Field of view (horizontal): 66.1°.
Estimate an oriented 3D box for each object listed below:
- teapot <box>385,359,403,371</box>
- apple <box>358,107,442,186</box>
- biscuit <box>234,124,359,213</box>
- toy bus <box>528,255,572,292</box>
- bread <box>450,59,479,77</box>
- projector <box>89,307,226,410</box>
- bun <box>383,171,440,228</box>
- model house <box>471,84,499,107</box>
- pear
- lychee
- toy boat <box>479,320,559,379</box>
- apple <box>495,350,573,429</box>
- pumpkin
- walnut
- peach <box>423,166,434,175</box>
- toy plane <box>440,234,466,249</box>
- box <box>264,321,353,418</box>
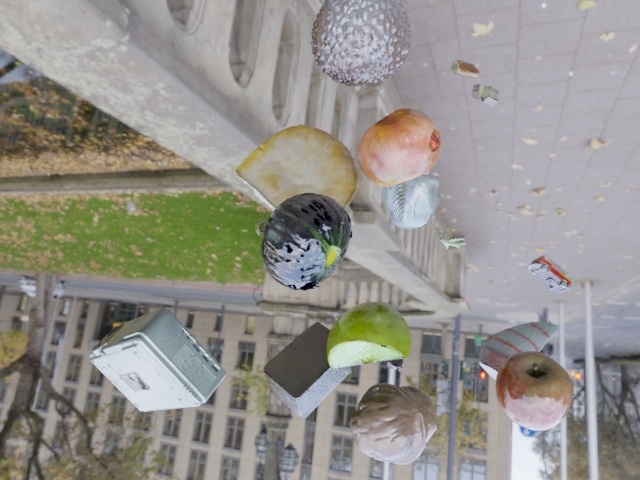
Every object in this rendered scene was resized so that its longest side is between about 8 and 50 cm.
[{"bbox_3d":[0.272,0.450,1.853,0.068,0.100,0.045,-26,162,-44],"label":"teapot"},{"bbox_3d":[0.195,-0.231,1.211,0.210,0.164,0.209,-24,-166,6],"label":"apple"},{"bbox_3d":[-0.072,-0.250,1.931,0.429,0.446,0.104,36,160,6],"label":"biscuit"},{"bbox_3d":[0.935,0.132,1.995,0.174,0.077,0.079,41,157,0],"label":"toy bus"},{"bbox_3d":[0.420,-0.496,1.427,0.083,0.047,0.036,2,147,-28],"label":"bread"},{"bbox_3d":[-0.337,0.249,0.985,0.257,0.099,0.192,-22,110,43],"label":"projector"},{"bbox_3d":[0.391,-0.207,2.071,0.194,0.354,0.354,-4,169,-8],"label":"bun"},{"bbox_3d":[0.562,-0.494,1.677,0.083,0.058,0.057,9,-174,-37],"label":"model house"},{"bbox_3d":[0.142,0.268,1.573,0.288,0.239,0.139,-18,120,33],"label":"pear"},{"bbox_3d":[0.111,-0.573,1.364,0.300,0.300,0.300,6,168,1],"label":"lychee"},{"bbox_3d":[0.658,0.347,1.600,0.206,0.282,0.096,38,160,31],"label":"toy boat"},{"bbox_3d":[0.551,0.391,1.277,0.188,0.188,0.173,2,128,19],"label":"apple"},{"bbox_3d":[-0.058,-0.009,1.446,0.296,0.295,0.296,6,168,1],"label":"pumpkin"},{"bbox_3d":[0.223,0.561,1.516,0.273,0.227,0.273,4,148,2],"label":"walnut"},{"bbox_3d":[0.384,-0.279,1.824,0.083,0.083,0.083,6,168,1],"label":"peach"},{"bbox_3d":[0.518,0.007,1.944,0.111,0.040,0.102,20,145,-19],"label":"toy plane"},{"bbox_3d":[-0.039,0.450,1.730,0.184,0.273,0.143,29,145,35],"label":"box"}]
